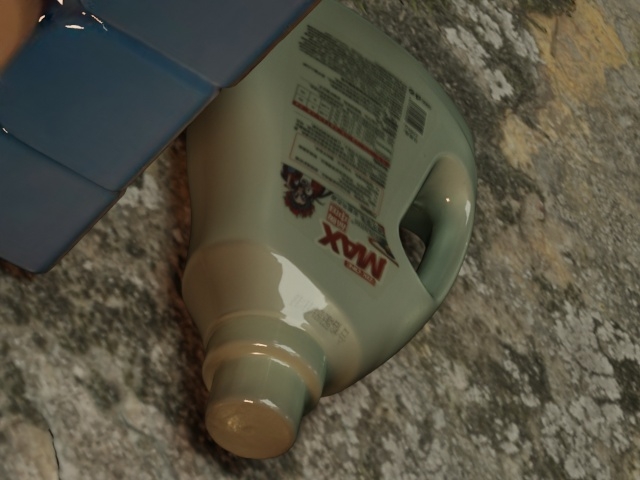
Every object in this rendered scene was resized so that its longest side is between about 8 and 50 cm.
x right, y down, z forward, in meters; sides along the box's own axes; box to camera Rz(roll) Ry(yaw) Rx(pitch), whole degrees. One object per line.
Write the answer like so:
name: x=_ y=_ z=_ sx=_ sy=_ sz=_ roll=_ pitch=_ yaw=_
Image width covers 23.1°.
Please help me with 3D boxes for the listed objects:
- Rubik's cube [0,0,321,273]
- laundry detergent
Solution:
Rubik's cube: x=-0.211 y=-0.249 z=1.002 sx=0.347 sy=0.344 sz=0.346 roll=30 pitch=40 yaw=-23
laundry detergent: x=0.000 y=0.000 z=1.190 sx=0.264 sy=0.124 sz=0.398 roll=35 pitch=40 yaw=-21
